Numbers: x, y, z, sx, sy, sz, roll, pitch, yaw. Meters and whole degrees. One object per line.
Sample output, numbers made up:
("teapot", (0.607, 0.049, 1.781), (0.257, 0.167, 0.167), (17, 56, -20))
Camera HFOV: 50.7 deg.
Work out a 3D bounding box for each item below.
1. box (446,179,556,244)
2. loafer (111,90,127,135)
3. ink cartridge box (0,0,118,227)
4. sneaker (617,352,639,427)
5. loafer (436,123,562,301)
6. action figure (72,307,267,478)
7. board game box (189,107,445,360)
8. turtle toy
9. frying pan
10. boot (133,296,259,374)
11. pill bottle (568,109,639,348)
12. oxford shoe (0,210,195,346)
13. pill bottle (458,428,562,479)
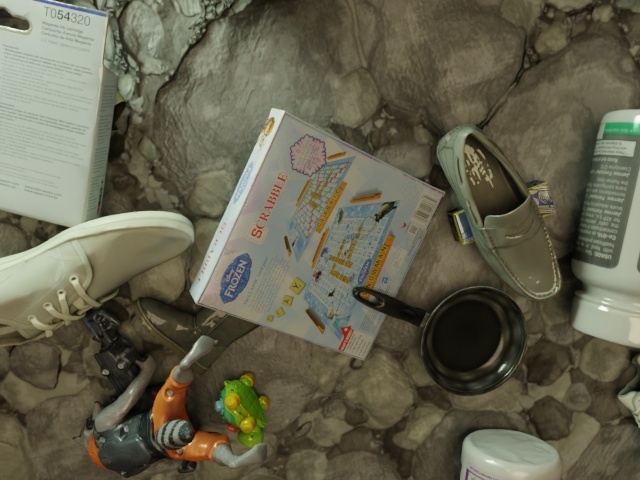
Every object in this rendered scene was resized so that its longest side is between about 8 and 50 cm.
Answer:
("box", (0.307, -0.048, 1.155), (0.168, 0.054, 0.059), (-19, 97, -1))
("loafer", (-0.361, -0.180, 1.091), (0.050, 0.056, 0.148), (26, 95, 17))
("ink cartridge box", (-0.480, -0.211, 1.036), (0.324, 0.071, 0.330), (14, 104, 5))
("sneaker", (0.588, 0.305, 1.209), (0.115, 0.090, 0.232), (2, 88, 3))
("loafer", (0.289, -0.037, 1.070), (0.112, 0.111, 0.319), (-34, 96, 1))
("action figure", (-0.284, 0.263, 1.066), (0.330, 0.178, 0.341), (-27, 103, 33))
("board game box", (0.000, 0.000, 1.087), (0.318, 0.066, 0.319), (24, 95, -26))
("turtle toy", (-0.133, 0.296, 1.157), (0.066, 0.095, 0.130), (-27, 98, 22))
("frying pan", (0.200, 0.171, 1.156), (0.326, 0.053, 0.197), (1, 100, -12))
("boot", (-0.178, 0.103, 1.133), (0.208, 0.076, 0.189), (-42, 111, 8))
("pill bottle", (0.527, -0.018, 1.098), (0.204, 0.204, 0.361), (10, 96, -5))
("oxford shoe", (-0.403, 0.075, 1.054), (0.449, 0.169, 0.130), (-20, 62, -1))
("pill bottle", (0.314, 0.497, 1.164), (0.169, 0.169, 0.302), (4, 97, -4))
